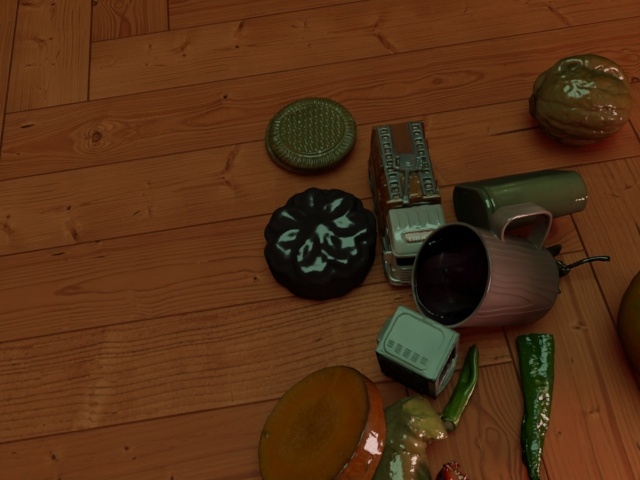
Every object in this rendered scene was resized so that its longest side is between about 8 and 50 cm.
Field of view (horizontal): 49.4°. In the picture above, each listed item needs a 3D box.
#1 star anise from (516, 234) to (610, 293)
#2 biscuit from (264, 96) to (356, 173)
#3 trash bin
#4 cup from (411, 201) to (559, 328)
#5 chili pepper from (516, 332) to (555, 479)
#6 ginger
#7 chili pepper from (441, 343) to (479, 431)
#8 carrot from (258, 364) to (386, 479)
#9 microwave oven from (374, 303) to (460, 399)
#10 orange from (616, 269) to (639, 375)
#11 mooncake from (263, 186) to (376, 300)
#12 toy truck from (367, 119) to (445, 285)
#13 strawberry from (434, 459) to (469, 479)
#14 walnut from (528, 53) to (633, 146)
[{"bbox_3d":[0.534,0.070,1.639,0.234,0.073,0.177,19,61,35],"label":"star anise"},{"bbox_3d":[-0.028,-0.288,1.900,0.259,0.079,0.259,-2,61,3],"label":"biscuit"},{"bbox_3d":[0.471,-0.097,1.673,0.248,0.243,0.121,-12,99,-7],"label":"trash bin"},{"bbox_3d":[0.364,0.051,1.509,0.208,0.273,0.288,9,91,52],"label":"cup"},{"bbox_3d":[0.465,0.361,1.479,0.085,0.076,0.358,-8,53,22],"label":"chili pepper"},{"bbox_3d":[0.164,0.442,1.416,0.152,0.138,0.267,-6,64,43],"label":"ginger"},{"bbox_3d":[0.313,0.324,1.525,0.050,0.052,0.201,34,62,-10],"label":"chili pepper"},{"bbox_3d":[0.006,0.397,1.422,0.259,0.100,0.307,3,59,40],"label":"carrot"},{"bbox_3d":[0.205,0.244,1.484,0.162,0.208,0.122,25,74,18],"label":"microwave oven"},{"bbox_3d":[0.756,0.186,1.460,0.275,0.274,0.310,15,83,13],"label":"orange"},{"bbox_3d":[0.000,0.000,1.694,0.283,0.141,0.282,-3,59,6],"label":"mooncake"},{"bbox_3d":[0.215,-0.098,1.693,0.174,0.207,0.387,-7,59,1],"label":"toy truck"},{"bbox_3d":[0.249,0.560,1.343,0.175,0.098,0.228,-18,71,-24],"label":"strawberry"},{"bbox_3d":[0.682,-0.363,1.809,0.257,0.256,0.224,-5,27,2],"label":"walnut"}]
